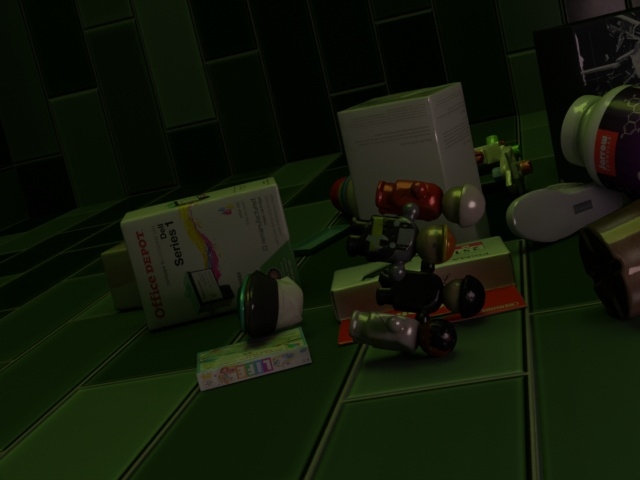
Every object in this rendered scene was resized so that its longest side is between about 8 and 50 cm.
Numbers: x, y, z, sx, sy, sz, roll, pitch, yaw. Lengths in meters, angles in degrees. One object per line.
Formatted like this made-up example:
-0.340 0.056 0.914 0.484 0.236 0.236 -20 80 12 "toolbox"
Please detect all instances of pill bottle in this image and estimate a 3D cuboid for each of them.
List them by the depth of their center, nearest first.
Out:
0.563 -0.154 1.649 0.182 0.181 0.323 -21 28 -37 "pill bottle"

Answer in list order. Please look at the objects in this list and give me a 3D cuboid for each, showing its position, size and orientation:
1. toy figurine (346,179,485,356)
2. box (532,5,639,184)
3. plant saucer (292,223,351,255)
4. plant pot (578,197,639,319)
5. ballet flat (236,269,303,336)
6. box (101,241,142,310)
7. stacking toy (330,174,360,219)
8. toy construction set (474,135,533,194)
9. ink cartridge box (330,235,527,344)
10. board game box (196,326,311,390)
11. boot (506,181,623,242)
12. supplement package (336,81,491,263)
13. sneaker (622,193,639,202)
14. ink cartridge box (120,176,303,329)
0.130 0.036 1.297 0.148 0.213 0.209 6 22 17 "toy figurine"
0.621 -0.282 1.981 0.313 0.343 0.179 -16 11 -10 "box"
0.000 0.000 2.150 0.067 0.018 0.192 -7 12 32 "plant saucer"
0.419 0.012 1.234 0.165 0.167 0.167 -23 11 -5 "plant pot"
-0.076 0.091 1.514 0.096 0.095 0.280 1 0 -5 "ballet flat"
-0.246 0.042 1.949 0.311 0.121 0.148 -10 10 18 "box"
0.090 -0.103 2.321 0.141 0.141 0.330 -16 5 -13 "stacking toy"
0.328 -0.170 2.274 0.328 0.151 0.215 1 -8 28 "toy construction set"
0.152 0.069 1.496 0.275 0.060 0.239 -12 9 5 "ink cartridge box"
-0.094 0.162 1.394 0.154 0.026 0.103 -14 10 -3 "board game box"
0.399 -0.049 1.765 0.258 0.095 0.123 -10 1 -30 "boot"
0.167 -0.108 1.756 0.175 0.292 0.177 -7 12 28 "supplement package"
0.666 -0.129 1.831 0.300 0.111 0.121 -23 24 -20 "sneaker"
-0.189 0.022 1.762 0.278 0.201 0.117 -14 10 -2 "ink cartridge box"
